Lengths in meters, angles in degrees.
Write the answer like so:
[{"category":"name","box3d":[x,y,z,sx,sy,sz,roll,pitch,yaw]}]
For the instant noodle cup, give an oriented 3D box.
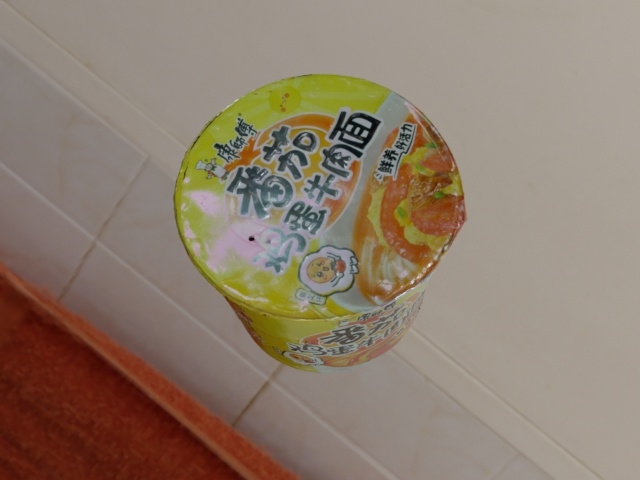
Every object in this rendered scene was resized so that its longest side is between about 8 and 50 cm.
[{"category":"instant noodle cup","box3d":[0.000,0.000,0.881,0.264,0.264,0.200,-51,160,-22]}]
